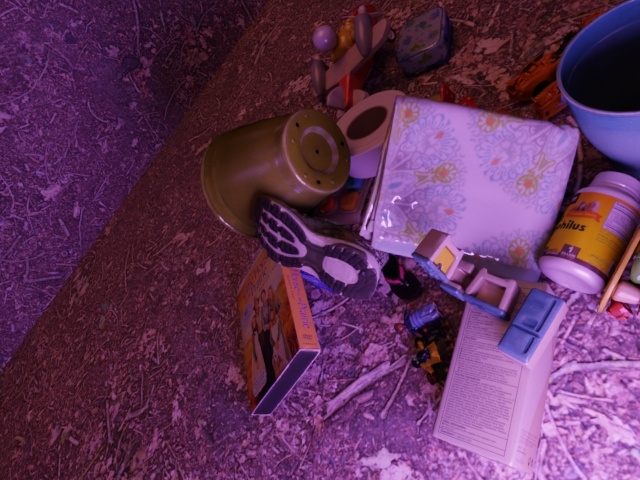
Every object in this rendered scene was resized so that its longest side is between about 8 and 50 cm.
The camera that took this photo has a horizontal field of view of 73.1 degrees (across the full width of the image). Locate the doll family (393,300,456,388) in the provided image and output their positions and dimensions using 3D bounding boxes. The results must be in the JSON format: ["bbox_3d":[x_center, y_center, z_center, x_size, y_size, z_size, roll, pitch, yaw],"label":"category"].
[{"bbox_3d":[0.231,0.220,0.929,0.111,0.076,0.193,-36,38,24],"label":"doll family"}]

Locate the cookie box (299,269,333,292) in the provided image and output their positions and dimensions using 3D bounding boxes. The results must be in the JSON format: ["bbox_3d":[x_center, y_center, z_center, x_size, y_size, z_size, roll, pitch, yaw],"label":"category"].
[{"bbox_3d":[-0.006,0.102,1.198,0.092,0.107,0.040,10,68,46],"label":"cookie box"}]

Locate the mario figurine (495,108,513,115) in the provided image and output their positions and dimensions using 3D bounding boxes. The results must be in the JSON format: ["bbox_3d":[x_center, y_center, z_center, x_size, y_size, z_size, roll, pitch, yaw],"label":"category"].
[{"bbox_3d":[0.348,-0.182,1.036,0.198,0.170,0.320,29,85,51],"label":"mario figurine"}]

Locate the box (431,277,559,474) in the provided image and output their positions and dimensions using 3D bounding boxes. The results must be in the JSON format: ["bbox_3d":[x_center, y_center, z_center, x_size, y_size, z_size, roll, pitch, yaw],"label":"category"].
[{"bbox_3d":[0.328,0.232,0.788,0.148,0.121,0.311,4,65,45],"label":"box"}]

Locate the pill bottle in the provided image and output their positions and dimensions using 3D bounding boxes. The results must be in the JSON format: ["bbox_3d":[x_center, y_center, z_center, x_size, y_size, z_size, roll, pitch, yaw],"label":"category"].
[{"bbox_3d":[0.509,-0.018,0.805,0.117,0.117,0.215,24,79,48],"label":"pill bottle"}]

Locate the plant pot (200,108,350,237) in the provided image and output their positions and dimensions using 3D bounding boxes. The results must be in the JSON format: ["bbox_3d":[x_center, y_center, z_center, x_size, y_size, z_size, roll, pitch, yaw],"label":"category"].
[{"bbox_3d":[-0.111,-0.213,1.275,0.353,0.366,0.366,-13,53,50],"label":"plant pot"}]

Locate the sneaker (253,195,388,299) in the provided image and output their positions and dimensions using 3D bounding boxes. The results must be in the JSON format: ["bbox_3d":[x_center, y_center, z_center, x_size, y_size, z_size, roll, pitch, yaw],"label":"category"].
[{"bbox_3d":[0.000,0.000,1.131,0.410,0.182,0.158,32,122,21],"label":"sneaker"}]

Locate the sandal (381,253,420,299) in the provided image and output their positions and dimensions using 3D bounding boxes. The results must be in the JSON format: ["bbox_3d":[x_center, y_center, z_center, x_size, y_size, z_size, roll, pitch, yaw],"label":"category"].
[{"bbox_3d":[0.185,0.082,1.088,0.067,0.040,0.179,-44,41,7],"label":"sandal"}]

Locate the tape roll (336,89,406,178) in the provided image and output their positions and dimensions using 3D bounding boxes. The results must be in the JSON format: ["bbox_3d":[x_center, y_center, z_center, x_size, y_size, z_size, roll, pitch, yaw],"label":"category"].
[{"bbox_3d":[0.165,-0.329,1.336,0.286,0.100,0.286,-24,41,23],"label":"tape roll"}]

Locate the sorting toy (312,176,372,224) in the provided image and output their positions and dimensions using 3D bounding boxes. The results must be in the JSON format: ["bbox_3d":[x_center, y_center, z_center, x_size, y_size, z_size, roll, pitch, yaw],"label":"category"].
[{"bbox_3d":[0.066,-0.145,1.363,0.193,0.038,0.208,-4,60,41],"label":"sorting toy"}]

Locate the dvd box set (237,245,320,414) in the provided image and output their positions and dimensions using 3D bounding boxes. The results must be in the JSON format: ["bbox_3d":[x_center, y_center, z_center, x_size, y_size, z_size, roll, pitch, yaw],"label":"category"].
[{"bbox_3d":[-0.135,0.208,1.187,0.308,0.062,0.420,-57,34,34],"label":"dvd box set"}]

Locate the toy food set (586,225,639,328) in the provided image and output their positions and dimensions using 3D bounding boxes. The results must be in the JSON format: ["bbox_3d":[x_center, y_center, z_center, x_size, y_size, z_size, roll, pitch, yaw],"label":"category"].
[{"bbox_3d":[0.532,0.073,0.726,0.071,0.128,0.218,28,83,34],"label":"toy food set"}]

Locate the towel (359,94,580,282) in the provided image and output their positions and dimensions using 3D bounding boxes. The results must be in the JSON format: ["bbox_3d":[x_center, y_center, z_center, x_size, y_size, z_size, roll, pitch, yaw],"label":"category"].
[{"bbox_3d":[0.292,-0.104,0.876,0.374,0.090,0.321,14,99,6],"label":"towel"}]

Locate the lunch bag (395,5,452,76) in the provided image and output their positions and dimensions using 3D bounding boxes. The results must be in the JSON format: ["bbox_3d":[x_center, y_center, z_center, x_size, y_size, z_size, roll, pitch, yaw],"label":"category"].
[{"bbox_3d":[0.348,-0.663,1.438,0.176,0.090,0.219,-13,54,37],"label":"lunch bag"}]

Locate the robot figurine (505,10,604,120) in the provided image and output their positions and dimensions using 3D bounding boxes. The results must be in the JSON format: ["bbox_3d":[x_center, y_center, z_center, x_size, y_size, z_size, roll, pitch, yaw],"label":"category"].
[{"bbox_3d":[0.610,-0.427,1.033,0.291,0.085,0.211,-40,43,13],"label":"robot figurine"}]

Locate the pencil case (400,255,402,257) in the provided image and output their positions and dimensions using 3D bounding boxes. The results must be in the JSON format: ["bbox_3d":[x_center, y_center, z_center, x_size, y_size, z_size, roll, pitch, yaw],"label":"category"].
[{"bbox_3d":[0.184,-0.025,1.149,0.070,0.064,0.152,-13,40,-14],"label":"pencil case"}]

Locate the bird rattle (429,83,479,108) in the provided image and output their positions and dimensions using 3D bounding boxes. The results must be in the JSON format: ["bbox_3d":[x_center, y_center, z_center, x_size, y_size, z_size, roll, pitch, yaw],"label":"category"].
[{"bbox_3d":[0.320,-0.281,1.129,0.253,0.143,0.207,-93,21,-73],"label":"bird rattle"}]

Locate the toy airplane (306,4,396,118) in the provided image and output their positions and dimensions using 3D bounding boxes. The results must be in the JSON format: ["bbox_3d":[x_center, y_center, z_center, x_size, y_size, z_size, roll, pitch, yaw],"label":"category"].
[{"bbox_3d":[0.083,-0.633,1.517,0.386,0.272,0.384,-52,26,27],"label":"toy airplane"}]

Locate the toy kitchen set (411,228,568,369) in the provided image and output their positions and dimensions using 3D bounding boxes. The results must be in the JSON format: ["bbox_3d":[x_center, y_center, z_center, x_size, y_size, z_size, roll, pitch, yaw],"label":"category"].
[{"bbox_3d":[0.266,0.092,0.723,0.207,0.166,0.122,26,80,49],"label":"toy kitchen set"}]

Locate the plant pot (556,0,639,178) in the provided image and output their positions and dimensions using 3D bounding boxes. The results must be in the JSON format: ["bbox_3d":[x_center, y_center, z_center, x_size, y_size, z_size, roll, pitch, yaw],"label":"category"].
[{"bbox_3d":[0.606,-0.255,0.782,0.271,0.255,0.272,-22,50,29],"label":"plant pot"}]
